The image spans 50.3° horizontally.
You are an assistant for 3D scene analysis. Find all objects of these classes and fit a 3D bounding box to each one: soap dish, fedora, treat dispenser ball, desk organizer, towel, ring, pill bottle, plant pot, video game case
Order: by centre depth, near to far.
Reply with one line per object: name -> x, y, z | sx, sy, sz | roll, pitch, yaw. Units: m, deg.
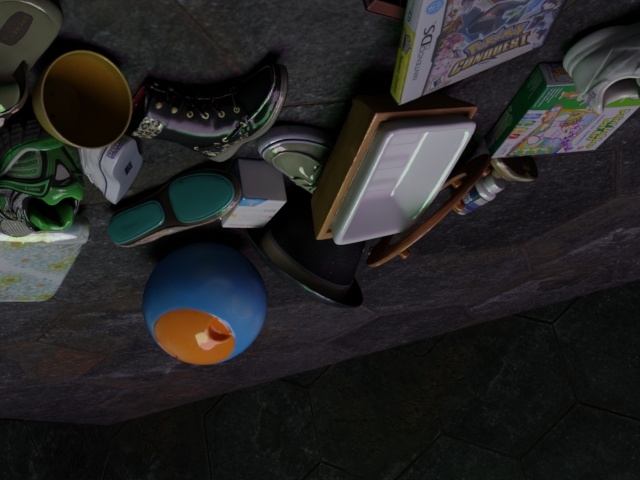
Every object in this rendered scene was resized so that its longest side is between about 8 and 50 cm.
desk organizer -> 0.122, -0.335, 0.939 | 0.130, 0.047, 0.050 | 3, 152, -32
video game case -> 0.236, -0.318, 0.962 | 0.275, 0.035, 0.248 | -24, 160, -10
plant pot -> -0.350, -0.195, 0.965 | 0.095, 0.134, 0.134 | 4, 174, 44
soap dish -> 0.118, -0.133, 1.209 | 0.229, 0.118, 0.290 | -12, 144, -34
towel -> -0.679, 0.033, 1.394 | 0.321, 0.090, 0.374 | 0, 156, -34
ring -> 0.227, -0.056, 1.413 | 0.336, 0.032, 0.336 | -43, -176, 4
fedora -> 0.000, 0.000, 1.469 | 0.334, 0.334, 0.152 | 17, 111, -50
pill bottle -> 0.360, -0.113, 1.571 | 0.067, 0.067, 0.120 | 9, 150, -41
treat dispenser ball -> -0.269, 0.146, 1.600 | 0.288, 0.288, 0.288 | -10, 158, -4

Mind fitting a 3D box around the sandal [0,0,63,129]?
sandal -> -0.435, -0.217, 0.895 | 0.120, 0.086, 0.303 | 8, 151, -39

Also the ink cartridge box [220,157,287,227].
ink cartridge box -> -0.142, -0.087, 1.354 | 0.092, 0.089, 0.143 | 2, 156, -29

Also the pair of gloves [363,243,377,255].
pair of gloves -> 0.128, 0.028, 1.875 | 0.083, 0.010, 0.074 | -5, 157, -18

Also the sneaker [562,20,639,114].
sneaker -> 0.561, -0.302, 1.097 | 0.305, 0.152, 0.114 | -23, 153, 23

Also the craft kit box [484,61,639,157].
craft kit box -> 0.481, -0.250, 1.317 | 0.247, 0.060, 0.250 | -9, 158, -14

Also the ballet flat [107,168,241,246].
ballet flat -> -0.276, -0.068, 1.353 | 0.316, 0.107, 0.106 | -15, 177, 22

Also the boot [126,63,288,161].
boot -> -0.176, -0.207, 1.052 | 0.179, 0.085, 0.236 | 10, 150, -38

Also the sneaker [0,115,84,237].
sneaker -> -0.478, -0.066, 1.116 | 0.134, 0.146, 0.343 | -18, 173, -34

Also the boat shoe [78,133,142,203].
boat shoe -> -0.358, -0.136, 1.148 | 0.084, 0.095, 0.258 | 31, 160, -6

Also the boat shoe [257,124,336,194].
boat shoe -> 0.001, -0.134, 1.302 | 0.109, 0.094, 0.302 | -26, 154, 32

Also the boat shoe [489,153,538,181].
boat shoe -> 0.408, -0.157, 1.497 | 0.072, 0.068, 0.190 | -14, 161, 38
